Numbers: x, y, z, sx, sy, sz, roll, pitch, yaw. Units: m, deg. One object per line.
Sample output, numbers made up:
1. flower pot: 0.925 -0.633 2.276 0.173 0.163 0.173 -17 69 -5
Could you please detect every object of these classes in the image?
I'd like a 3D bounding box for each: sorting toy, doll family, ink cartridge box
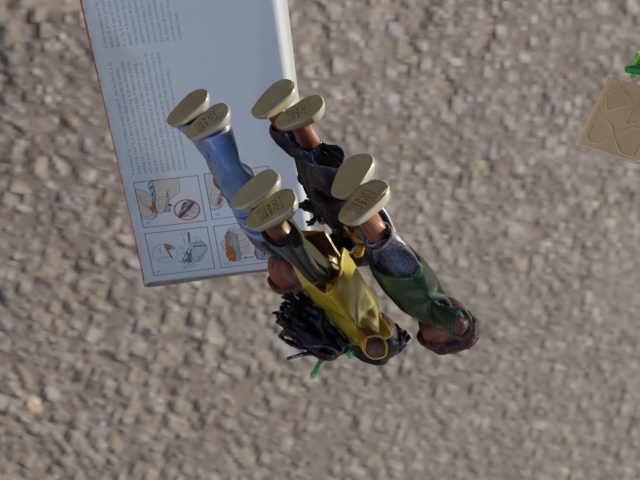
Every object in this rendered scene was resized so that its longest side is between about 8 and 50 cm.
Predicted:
1. sorting toy: 0.227 -0.098 1.139 0.012 0.062 0.083 34 81 -46
2. doll family: 0.000 0.000 0.677 0.076 0.193 0.111 -35 126 2
3. ink cartridge box: -0.088 -0.173 1.107 0.130 0.272 0.309 -7 129 1
